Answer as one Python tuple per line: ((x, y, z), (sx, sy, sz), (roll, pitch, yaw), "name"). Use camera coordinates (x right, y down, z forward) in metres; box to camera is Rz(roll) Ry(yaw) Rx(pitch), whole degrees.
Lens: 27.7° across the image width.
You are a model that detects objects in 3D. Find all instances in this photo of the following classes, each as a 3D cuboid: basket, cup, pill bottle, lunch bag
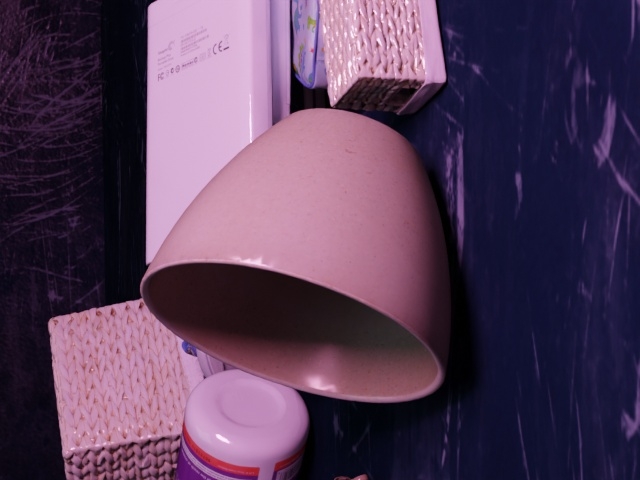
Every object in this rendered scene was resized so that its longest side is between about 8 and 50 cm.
((0.064, -0.233, 1.442), (0.113, 0.103, 0.167), (139, 126, -67), "basket")
((0.000, 0.000, 1.400), (0.331, 0.331, 0.237), (133, 156, -64), "cup")
((-0.343, 0.319, 2.375), (0.328, 0.266, 0.331), (96, 163, -48), "basket")
((-0.126, 0.360, 1.923), (0.181, 0.181, 0.323), (-115, 30, -49), "pill bottle")
((0.013, -0.304, 1.598), (0.176, 0.090, 0.219), (-126, 38, -64), "lunch bag")

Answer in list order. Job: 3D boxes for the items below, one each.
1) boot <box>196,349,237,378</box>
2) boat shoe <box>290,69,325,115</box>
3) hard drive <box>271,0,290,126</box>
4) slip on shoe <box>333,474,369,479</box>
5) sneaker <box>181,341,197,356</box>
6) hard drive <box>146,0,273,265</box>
((-0.117, 0.121, 1.983), (0.123, 0.095, 0.258), (19, 117, 41), "boot")
((-0.074, -0.061, 1.782), (0.187, 0.155, 0.501), (162, 105, -69), "boat shoe")
((-0.113, -0.276, 1.691), (0.203, 0.040, 0.308), (-13, 73, 49), "hard drive")
((0.029, 0.323, 1.666), (0.135, 0.051, 0.041), (154, 108, -66), "slip on shoe")
((-0.187, 0.094, 2.123), (0.083, 0.087, 0.221), (-160, 67, -66), "sneaker")
((-0.143, -0.158, 1.640), (0.233, 0.047, 0.353), (-15, 72, 49), "hard drive")
